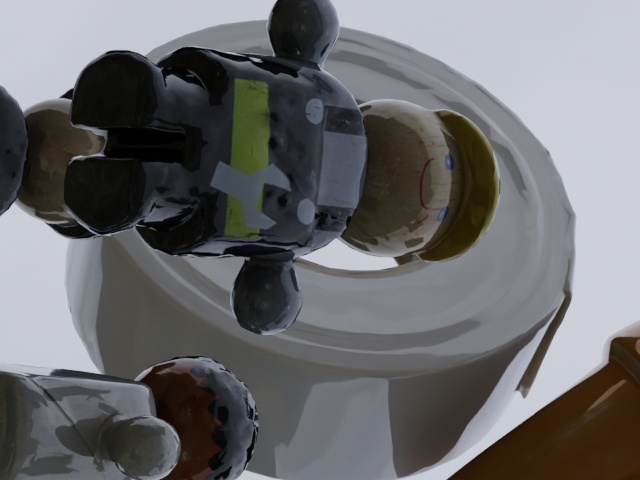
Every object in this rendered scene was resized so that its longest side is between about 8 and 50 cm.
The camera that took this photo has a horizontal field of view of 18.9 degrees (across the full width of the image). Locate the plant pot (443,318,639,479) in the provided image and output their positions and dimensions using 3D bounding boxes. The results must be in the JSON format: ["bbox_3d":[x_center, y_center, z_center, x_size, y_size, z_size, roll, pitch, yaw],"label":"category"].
[{"bbox_3d":[0.162,0.160,1.036,0.188,0.205,0.205,-24,-106,-3],"label":"plant pot"}]

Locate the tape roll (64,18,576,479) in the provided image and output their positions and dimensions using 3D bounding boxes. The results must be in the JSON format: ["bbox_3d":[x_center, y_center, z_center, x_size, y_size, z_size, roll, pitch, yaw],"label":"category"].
[{"bbox_3d":[0.000,0.000,1.102,0.286,0.286,0.100,43,-41,25],"label":"tape roll"}]

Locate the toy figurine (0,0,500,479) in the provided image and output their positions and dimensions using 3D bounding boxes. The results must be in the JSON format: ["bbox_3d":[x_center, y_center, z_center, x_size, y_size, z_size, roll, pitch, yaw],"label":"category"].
[{"bbox_3d":[-0.065,-0.028,0.632,0.213,0.148,0.209,-53,-129,30],"label":"toy figurine"}]
